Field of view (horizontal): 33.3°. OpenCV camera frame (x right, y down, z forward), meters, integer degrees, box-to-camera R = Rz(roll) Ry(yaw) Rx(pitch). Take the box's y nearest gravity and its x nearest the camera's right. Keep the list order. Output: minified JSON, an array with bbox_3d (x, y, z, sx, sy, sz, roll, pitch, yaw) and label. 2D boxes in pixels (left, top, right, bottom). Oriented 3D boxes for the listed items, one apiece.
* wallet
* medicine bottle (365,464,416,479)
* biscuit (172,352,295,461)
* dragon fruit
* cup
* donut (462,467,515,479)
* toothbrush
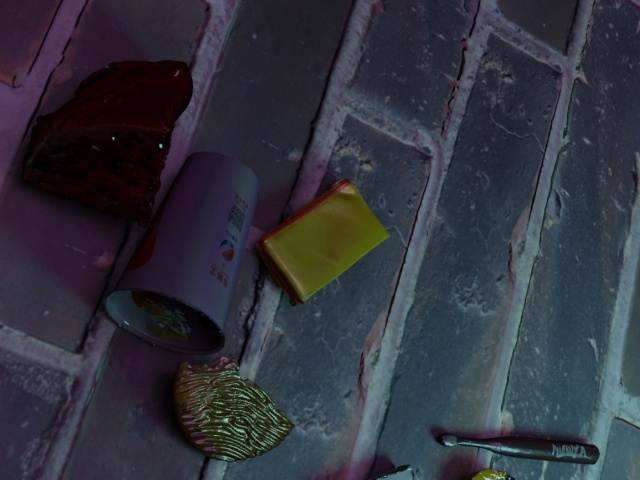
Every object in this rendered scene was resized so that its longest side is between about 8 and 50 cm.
[{"bbox_3d":[0.000,0.000,1.881,0.241,0.067,0.141,-35,91,-36],"label":"wallet"},{"bbox_3d":[0.107,0.502,1.812,0.171,0.052,0.201,-15,86,-31],"label":"medicine bottle"},{"bbox_3d":[-0.135,0.270,1.714,0.228,0.031,0.176,7,97,-31],"label":"biscuit"},{"bbox_3d":[-0.300,-0.165,1.688,0.330,0.302,0.240,-61,145,-56],"label":"dragon fruit"},{"bbox_3d":[-0.201,0.012,1.703,0.203,0.203,0.288,30,59,-20],"label":"cup"},{"bbox_3d":[0.300,0.481,1.921,0.140,0.059,0.140,7,75,-28],"label":"donut"},{"bbox_3d":[0.375,0.388,2.000,0.364,0.041,0.041,10,73,-26],"label":"toothbrush"}]
